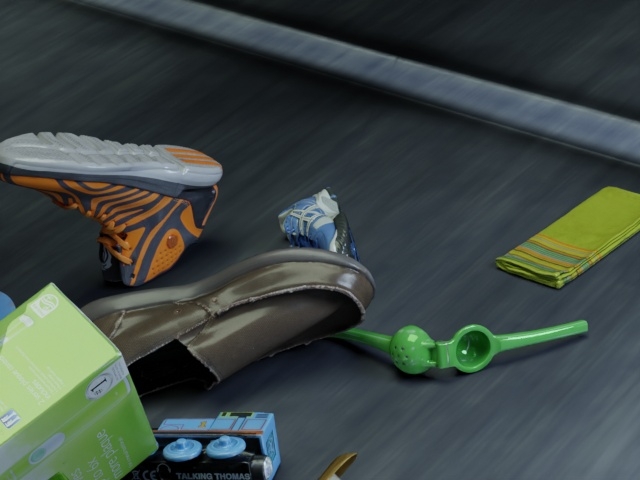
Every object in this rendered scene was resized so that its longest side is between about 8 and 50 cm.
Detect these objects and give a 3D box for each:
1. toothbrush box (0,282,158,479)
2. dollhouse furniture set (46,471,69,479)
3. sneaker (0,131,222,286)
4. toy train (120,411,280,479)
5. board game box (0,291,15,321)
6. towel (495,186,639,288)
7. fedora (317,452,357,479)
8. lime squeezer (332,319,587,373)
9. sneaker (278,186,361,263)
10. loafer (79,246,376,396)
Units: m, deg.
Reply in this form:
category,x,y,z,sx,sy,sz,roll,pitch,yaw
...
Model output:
category,x,y,z,sx,sy,sz,roll,pitch,yaw
toothbrush box,-0.319,0.210,1.787,0.283,0.206,0.122,-37,60,-17
dollhouse furniture set,-0.217,0.396,1.669,0.197,0.151,0.301,-38,54,-10
sneaker,-0.278,-0.032,2.309,0.321,0.180,0.124,6,20,-33
toy train,-0.134,0.232,1.934,0.184,0.080,0.105,-2,20,15
board game box,-0.457,0.122,2.260,0.169,0.033,0.133,-23,37,-16
towel,0.333,-0.011,2.301,0.102,0.021,0.237,20,39,40
fedora,-0.004,0.293,1.746,0.079,0.194,0.194,39,42,5
lime squeezer,0.149,0.123,2.095,0.310,0.058,0.110,-2,-1,14
sneaker,0.000,0.000,2.324,0.081,0.080,0.211,-18,20,-4
loafer,-0.108,0.116,2.109,0.366,0.134,0.130,-15,51,7
